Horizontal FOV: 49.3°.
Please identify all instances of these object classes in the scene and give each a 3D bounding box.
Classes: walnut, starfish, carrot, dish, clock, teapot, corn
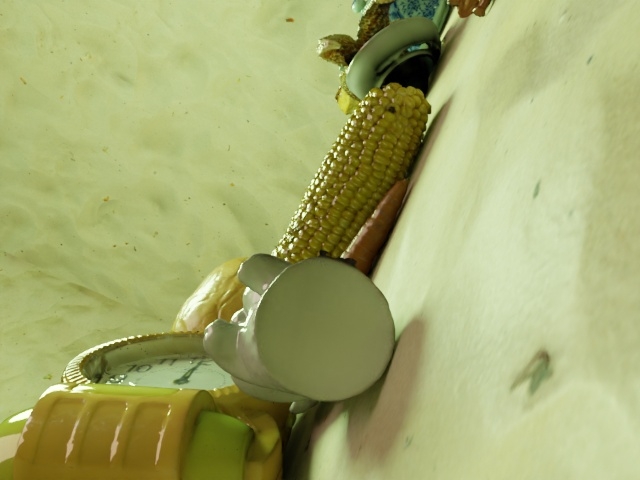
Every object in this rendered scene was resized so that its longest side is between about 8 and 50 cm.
[{"bbox_3d":[-0.108,0.129,0.945,0.193,0.193,0.225,119,173,-50],"label":"walnut"},{"bbox_3d":[0.078,-0.265,0.955,0.238,0.071,0.216,-21,-29,-42],"label":"starfish"},{"bbox_3d":[0.033,0.029,0.703,0.216,0.048,0.048,-61,4,0],"label":"carrot"},{"bbox_3d":[0.113,-0.215,0.921,0.141,0.078,0.141,-26,-22,-12],"label":"dish"},{"bbox_3d":[-0.147,0.194,0.663,0.317,0.244,0.200,-64,-22,-77],"label":"clock"},{"bbox_3d":[0.120,-0.358,1.128,0.159,0.159,0.232,-73,8,-63],"label":"teapot"},{"bbox_3d":[0.025,-0.038,0.762,0.106,0.106,0.293,-118,53,-85],"label":"corn"}]

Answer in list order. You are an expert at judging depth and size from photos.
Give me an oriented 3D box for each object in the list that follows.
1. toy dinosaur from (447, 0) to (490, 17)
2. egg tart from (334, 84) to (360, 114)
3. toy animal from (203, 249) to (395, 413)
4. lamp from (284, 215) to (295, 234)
[{"bbox_3d":[0.165,-0.271,0.704,0.055,0.049,0.154,-63,-2,-18],"label":"toy dinosaur"},{"bbox_3d":[0.127,-0.381,1.429,0.290,0.115,0.290,-155,90,-88],"label":"egg tart"},{"bbox_3d":[-0.026,0.082,0.565,0.221,0.131,0.103,118,162,-71],"label":"toy animal"},{"bbox_3d":[0.000,0.000,0.910,0.107,0.092,0.107,-156,90,-87],"label":"lamp"}]
